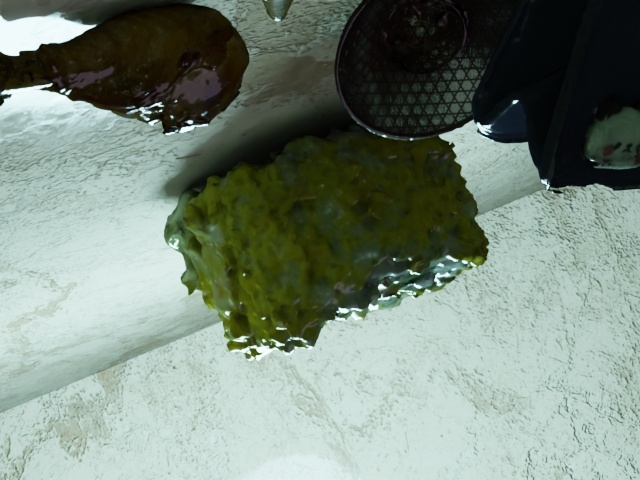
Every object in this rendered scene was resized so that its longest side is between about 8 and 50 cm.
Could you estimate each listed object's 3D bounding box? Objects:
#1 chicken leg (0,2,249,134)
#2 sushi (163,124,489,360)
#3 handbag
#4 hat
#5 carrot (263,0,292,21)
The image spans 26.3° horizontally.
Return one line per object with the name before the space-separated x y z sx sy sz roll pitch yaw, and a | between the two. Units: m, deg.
chicken leg | -0.166 -0.127 1.003 0.251 0.087 0.107 -8 144 -37
sushi | 0.000 0.000 1.684 0.351 0.240 0.396 -22 175 -15
handbag | 0.311 -0.197 1.151 0.303 0.122 0.329 -5 130 -36
hat | 0.093 -0.194 1.274 0.193 0.082 0.193 -11 133 -12
carrot | -0.032 -0.197 1.020 0.049 0.049 0.254 -22 176 -3
